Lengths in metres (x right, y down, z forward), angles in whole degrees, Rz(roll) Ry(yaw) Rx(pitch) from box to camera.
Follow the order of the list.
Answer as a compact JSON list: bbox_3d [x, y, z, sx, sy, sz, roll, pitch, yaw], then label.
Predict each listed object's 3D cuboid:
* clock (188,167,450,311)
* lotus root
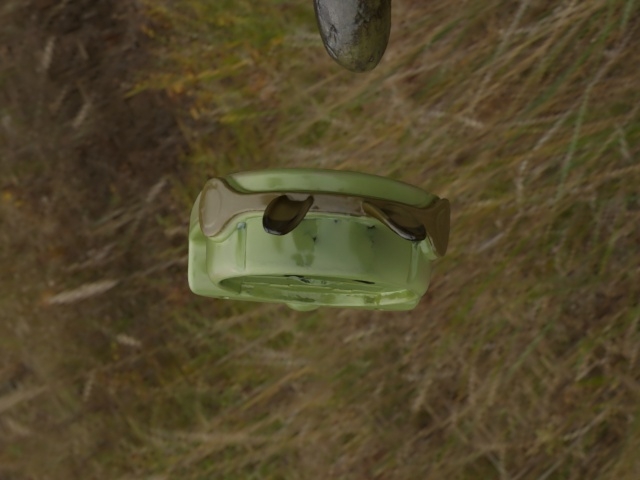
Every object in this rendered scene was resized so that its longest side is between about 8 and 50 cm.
[{"bbox_3d":[0.000,0.000,0.894,0.232,0.170,0.069,123,152,-79],"label":"clock"},{"bbox_3d":[0.033,-0.252,1.498,0.179,0.080,0.089,85,161,-44],"label":"lotus root"}]
